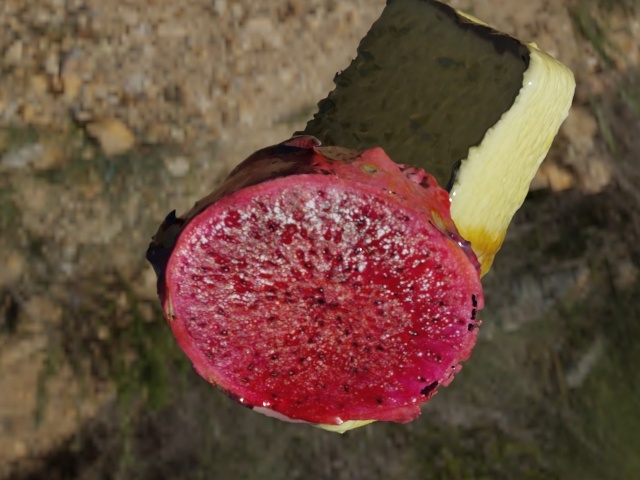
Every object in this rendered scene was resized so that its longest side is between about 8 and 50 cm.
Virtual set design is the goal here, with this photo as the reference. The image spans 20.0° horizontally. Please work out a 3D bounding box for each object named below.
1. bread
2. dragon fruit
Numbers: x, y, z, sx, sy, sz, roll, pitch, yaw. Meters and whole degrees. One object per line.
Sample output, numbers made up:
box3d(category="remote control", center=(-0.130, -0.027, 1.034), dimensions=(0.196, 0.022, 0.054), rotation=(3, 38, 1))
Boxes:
box3d(category="bread", center=(0.052, -0.013, 1.114), dimensions=(0.142, 0.178, 0.266), rotation=(26, 98, -23))
box3d(category="dragon fruit", center=(0.000, 0.000, 0.845), dimensions=(0.153, 0.111, 0.153), rotation=(3, 124, 4))
